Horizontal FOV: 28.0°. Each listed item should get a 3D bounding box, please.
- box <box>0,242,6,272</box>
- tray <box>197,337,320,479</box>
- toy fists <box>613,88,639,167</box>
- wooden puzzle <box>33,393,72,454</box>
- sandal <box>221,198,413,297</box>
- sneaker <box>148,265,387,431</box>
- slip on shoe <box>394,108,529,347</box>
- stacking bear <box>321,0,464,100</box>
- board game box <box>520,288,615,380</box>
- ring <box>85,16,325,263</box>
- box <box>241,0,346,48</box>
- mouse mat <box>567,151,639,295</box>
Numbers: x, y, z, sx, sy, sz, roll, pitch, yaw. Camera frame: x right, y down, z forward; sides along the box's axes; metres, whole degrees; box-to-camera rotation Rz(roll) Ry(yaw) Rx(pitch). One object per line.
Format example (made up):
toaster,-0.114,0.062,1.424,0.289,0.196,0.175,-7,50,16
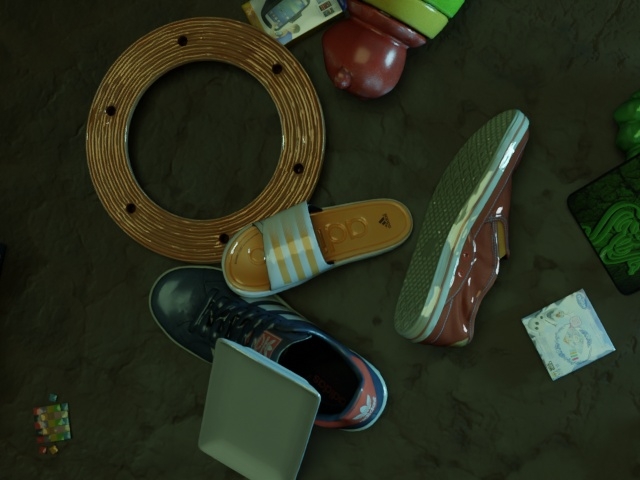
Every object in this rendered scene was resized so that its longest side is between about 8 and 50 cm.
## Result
box,-0.519,0.136,1.683,0.077,0.242,0.307,8,84,10
tray,-0.077,0.223,1.622,0.145,0.270,0.030,28,52,10
toy fists,0.485,-0.081,1.623,0.142,0.096,0.279,-36,81,7
wooden puzzle,-0.368,0.252,1.765,0.049,0.006,0.083,-10,82,8
sandal,-0.003,-0.010,1.668,0.265,0.076,0.102,-18,73,-12
sneaker,-0.075,0.131,1.660,0.350,0.148,0.131,26,88,11
slip on shoe,0.199,-0.014,1.664,0.101,0.123,0.331,24,82,-21
stacking bear,0.100,-0.322,1.686,0.164,0.175,0.289,32,99,18
board game box,0.320,0.122,1.664,0.090,0.020,0.090,-27,80,6
ring,-0.157,-0.136,1.753,0.337,0.032,0.336,-1,87,10
box,-0.031,-0.320,1.764,0.136,0.028,0.081,-30,80,7
mouse mat,0.412,-0.030,1.612,0.190,0.007,0.152,-35,82,43
